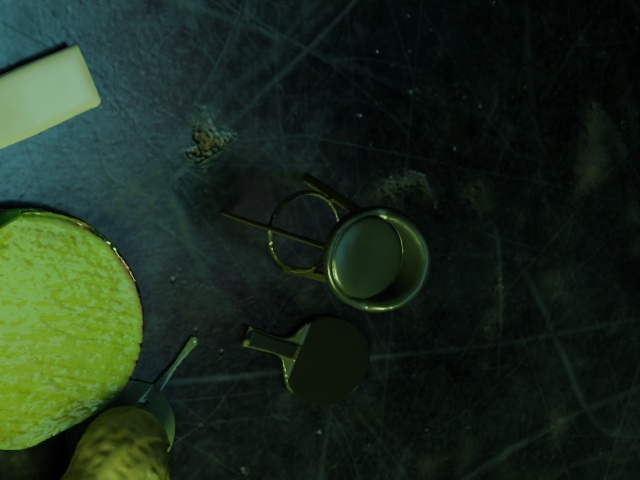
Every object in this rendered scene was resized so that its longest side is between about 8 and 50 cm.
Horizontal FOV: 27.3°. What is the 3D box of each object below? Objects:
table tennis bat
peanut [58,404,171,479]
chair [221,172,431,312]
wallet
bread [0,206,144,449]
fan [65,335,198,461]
[{"bbox_3d":[-0.013,0.119,1.372,0.158,0.014,0.095,21,92,-34],"label":"table tennis bat"},{"bbox_3d":[-0.203,0.251,1.198,0.098,0.103,0.229,70,34,-43],"label":"peanut"},{"bbox_3d":[0.001,0.000,1.232,0.095,0.221,0.104,5,99,-35],"label":"chair"},{"bbox_3d":[-0.259,-0.123,1.162,0.122,0.025,0.061,-28,116,-22],"label":"wallet"},{"bbox_3d":[-0.271,0.080,1.200,0.228,0.033,0.228,-7,104,-30],"label":"bread"},{"bbox_3d":[-0.176,0.165,1.292,0.113,0.005,0.175,43,79,-31],"label":"fan"}]
